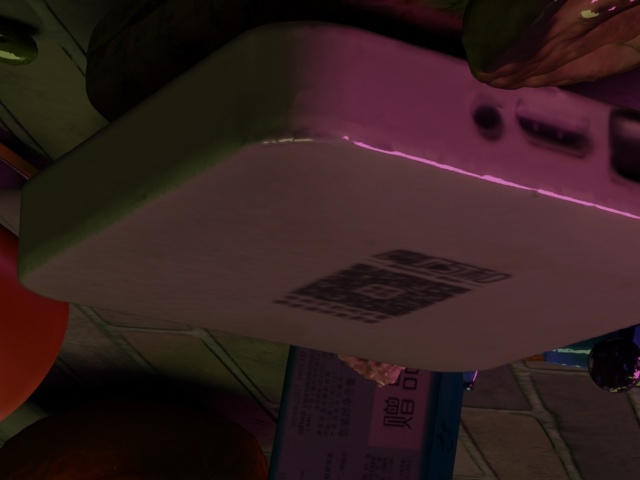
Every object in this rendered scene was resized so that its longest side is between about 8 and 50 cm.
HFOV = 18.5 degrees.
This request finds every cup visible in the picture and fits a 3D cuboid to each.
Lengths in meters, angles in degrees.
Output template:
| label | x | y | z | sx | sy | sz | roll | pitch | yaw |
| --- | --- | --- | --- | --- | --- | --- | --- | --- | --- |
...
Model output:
| label | x | y | z | sx | sy | sz | roll | pitch | yaw |
| --- | --- | --- | --- | --- | --- | --- | --- | --- | --- |
| cup | -0.306 | 0.007 | 1.476 | 0.182 | 0.226 | 0.264 | 27 | 163 | 41 |

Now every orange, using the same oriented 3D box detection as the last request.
| label | x | y | z | sx | sy | sz | roll | pitch | yaw |
| --- | --- | --- | --- | --- | --- | --- | --- | --- | --- |
| orange | -0.207 | 0.321 | 2.068 | 0.357 | 0.322 | 0.322 | -25 | 146 | 18 |

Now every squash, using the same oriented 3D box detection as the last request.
| label | x | y | z | sx | sy | sz | roll | pitch | yaw |
| --- | --- | --- | --- | --- | --- | --- | --- | --- | --- |
| squash | -0.230 | -0.136 | 1.311 | 0.083 | 0.027 | 0.027 | 12 | 159 | -9 |

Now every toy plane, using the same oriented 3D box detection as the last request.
| label | x | y | z | sx | sy | sz | roll | pitch | yaw |
| --- | --- | --- | --- | --- | --- | --- | --- | --- | --- |
| toy plane | 0.205 | 0.063 | 1.500 | 0.271 | 0.105 | 0.254 | -3 | 177 | 21 |

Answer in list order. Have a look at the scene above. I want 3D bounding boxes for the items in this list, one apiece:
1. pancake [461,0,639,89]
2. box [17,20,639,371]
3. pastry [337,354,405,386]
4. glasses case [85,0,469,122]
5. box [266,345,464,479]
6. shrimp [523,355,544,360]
| label | x | y | z | sx | sy | sz | roll | pitch | yaw |
| --- | --- | --- | --- | --- | --- | --- | --- | --- | --- |
| pancake | 0.198 | -0.140 | 0.939 | 0.294 | 0.049 | 0.294 | -20 | 171 | -3 |
| box | 0.043 | -0.013 | 1.183 | 0.367 | 0.090 | 0.373 | 12 | 159 | -29 |
| pastry | 0.006 | -0.009 | 1.431 | 0.102 | 0.112 | 0.265 | 9 | 149 | 28 |
| glasses case | 0.006 | -0.138 | 1.103 | 0.156 | 0.098 | 0.425 | 12 | 159 | -28 |
| box | 0.037 | 0.210 | 1.773 | 0.153 | 0.245 | 0.092 | 3 | 161 | 19 |
| shrimp | 0.099 | 0.064 | 1.635 | 0.294 | 0.062 | 0.154 | 14 | 164 | -16 |
